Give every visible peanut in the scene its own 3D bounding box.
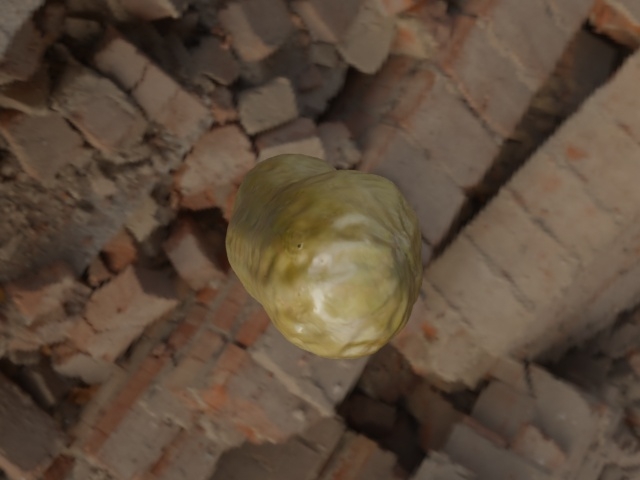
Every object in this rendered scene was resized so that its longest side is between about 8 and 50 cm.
[{"bbox_3d":[0.000,0.000,0.863,0.110,0.236,0.120,18,103,-17],"label":"peanut"}]
